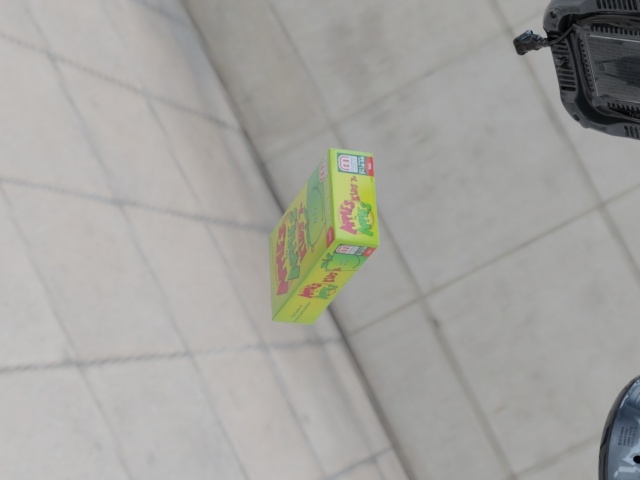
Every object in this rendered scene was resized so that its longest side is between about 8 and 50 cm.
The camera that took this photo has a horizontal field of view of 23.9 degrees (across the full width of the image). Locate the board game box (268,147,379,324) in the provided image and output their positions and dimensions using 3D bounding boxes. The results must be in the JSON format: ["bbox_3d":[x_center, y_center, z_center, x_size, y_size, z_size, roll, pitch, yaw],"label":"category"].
[{"bbox_3d":[0.000,0.000,1.388,0.181,0.043,0.092,127,-36,-57],"label":"board game box"}]

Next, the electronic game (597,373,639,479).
[{"bbox_3d":[0.317,0.219,1.282,0.229,0.048,0.229,14,67,-36],"label":"electronic game"}]

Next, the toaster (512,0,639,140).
[{"bbox_3d":[0.273,-0.154,1.114,0.227,0.146,0.129,14,-47,45],"label":"toaster"}]
